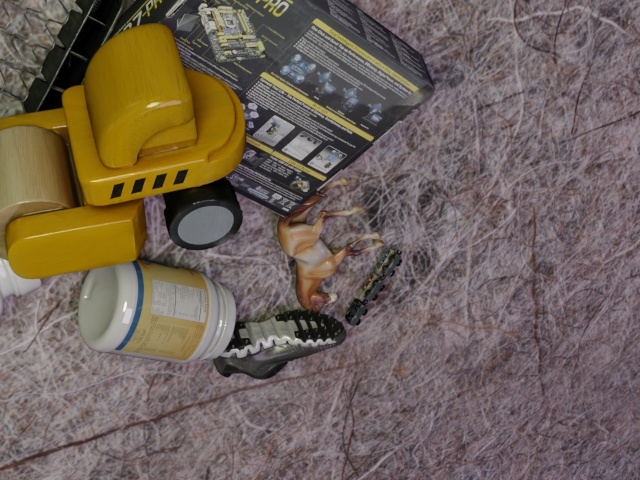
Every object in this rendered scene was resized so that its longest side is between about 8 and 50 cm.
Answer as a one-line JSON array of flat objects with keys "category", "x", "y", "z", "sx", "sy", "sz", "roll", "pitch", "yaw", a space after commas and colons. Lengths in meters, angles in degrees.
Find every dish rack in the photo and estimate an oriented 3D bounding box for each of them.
[{"category": "dish rack", "x": -0.401, "y": -0.278, "z": 1.261, "sx": 0.271, "sy": 0.074, "sz": 0.208, "roll": 23, "pitch": 100, "yaw": -40}]

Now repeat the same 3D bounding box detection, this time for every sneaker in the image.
[{"category": "sneaker", "x": -0.074, "y": 0.179, "z": 1.724, "sx": 0.234, "sy": 0.078, "sz": 0.106, "roll": -6, "pitch": 133, "yaw": -16}]

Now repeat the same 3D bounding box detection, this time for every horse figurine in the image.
[{"category": "horse figurine", "x": 0.000, "y": 0.000, "z": 1.679, "sx": 0.174, "sy": 0.066, "sz": 0.263, "roll": -29, "pitch": 138, "yaw": 4}]

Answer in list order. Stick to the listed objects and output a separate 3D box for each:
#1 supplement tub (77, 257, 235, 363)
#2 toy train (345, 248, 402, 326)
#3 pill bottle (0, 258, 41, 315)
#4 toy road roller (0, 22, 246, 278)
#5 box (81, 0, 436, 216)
[{"category": "supplement tub", "x": -0.241, "y": 0.105, "z": 1.534, "sx": 0.199, "sy": 0.144, "sz": 0.144, "roll": 15, "pitch": 106, "yaw": -39}, {"category": "toy train", "x": 0.093, "y": 0.080, "z": 1.815, "sx": 0.027, "sy": 0.036, "sz": 0.158, "roll": 30, "pitch": 98, "yaw": -32}, {"category": "pill bottle", "x": -0.498, "y": 0.064, "z": 1.343, "sx": 0.245, "sy": 0.136, "sz": 0.136, "roll": -25, "pitch": 126, "yaw": -21}, {"category": "toy road roller", "x": -0.252, "y": -0.118, "z": 1.230, "sx": 0.329, "sy": 0.202, "sz": 0.240, "roll": -13, "pitch": 143, "yaw": -11}, {"category": "box", "x": -0.086, "y": -0.215, "z": 1.411, "sx": 0.395, "sy": 0.097, "sz": 0.318, "roll": 26, "pitch": 128, "yaw": -39}]
